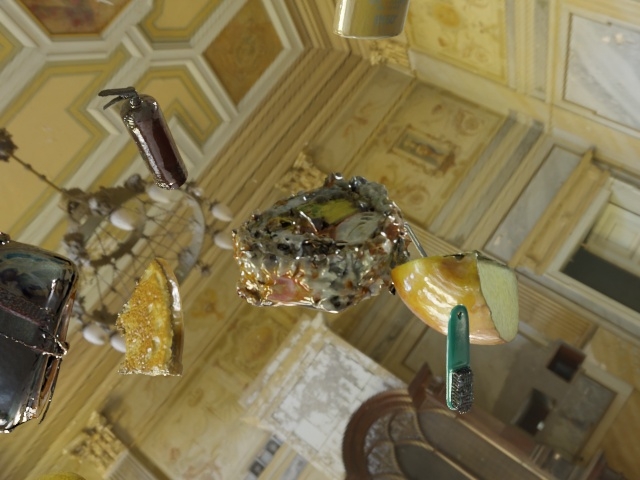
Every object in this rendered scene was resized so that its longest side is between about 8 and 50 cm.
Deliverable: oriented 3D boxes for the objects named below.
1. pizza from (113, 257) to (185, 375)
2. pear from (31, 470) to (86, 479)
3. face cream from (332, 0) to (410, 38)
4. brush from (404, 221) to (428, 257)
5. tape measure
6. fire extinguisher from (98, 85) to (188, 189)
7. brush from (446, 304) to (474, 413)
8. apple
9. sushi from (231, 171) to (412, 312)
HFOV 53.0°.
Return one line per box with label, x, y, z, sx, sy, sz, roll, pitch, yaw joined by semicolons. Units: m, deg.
pizza;-0.389;0.206;1.504;0.223;0.323;0.089;-40;-43;26
pear;-0.503;0.540;1.204;0.209;0.209;0.208;-39;-33;-32
face cream;0.093;-0.429;0.886;0.139;0.067;0.284;-20;-48;-40
brush;0.308;0.055;1.826;0.266;0.027;0.062;56;-145;-18
tape measure;-0.346;0.103;0.706;0.223;0.135;0.202;129;156;-52
fire extinguisher;-0.318;-0.189;1.174;0.089;0.072;0.267;-22;-29;-8
brush;0.221;0.190;1.003;0.043;0.032;0.193;-13;-65;-18
apple;0.279;0.101;1.245;0.179;0.254;0.346;-54;-27;12
sushi;0.001;-0.003;1.400;0.418;0.418;0.175;-37;-51;-35
